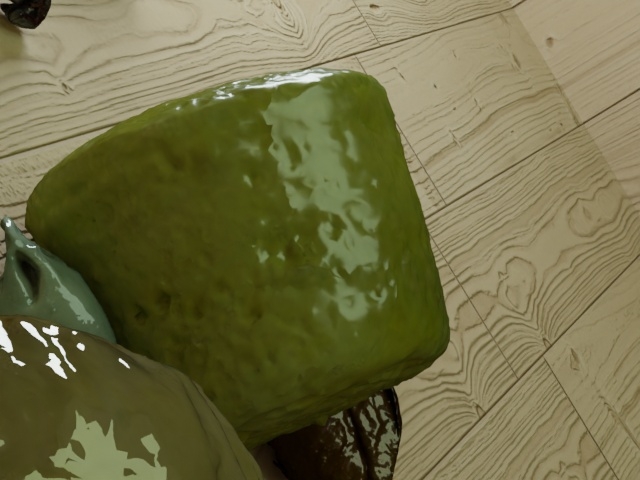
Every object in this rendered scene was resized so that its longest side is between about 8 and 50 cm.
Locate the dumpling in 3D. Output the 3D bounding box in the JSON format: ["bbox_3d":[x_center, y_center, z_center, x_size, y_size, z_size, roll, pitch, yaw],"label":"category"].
[{"bbox_3d":[-0.235,0.081,1.576,0.108,0.153,0.219,-24,108,-28],"label":"dumpling"}]

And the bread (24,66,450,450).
[{"bbox_3d":[-0.066,0.023,1.686,0.348,0.348,0.307,3,66,-63],"label":"bread"}]

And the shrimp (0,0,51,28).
[{"bbox_3d":[-0.324,-0.263,1.862,0.165,0.065,0.056,29,4,-41],"label":"shrimp"}]

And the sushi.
[{"bbox_3d":[0.014,0.180,1.904,0.149,0.140,0.287,-32,90,-30],"label":"sushi"}]

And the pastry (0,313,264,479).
[{"bbox_3d":[-0.198,0.232,1.100,0.388,0.388,0.312,31,38,-48],"label":"pastry"}]
